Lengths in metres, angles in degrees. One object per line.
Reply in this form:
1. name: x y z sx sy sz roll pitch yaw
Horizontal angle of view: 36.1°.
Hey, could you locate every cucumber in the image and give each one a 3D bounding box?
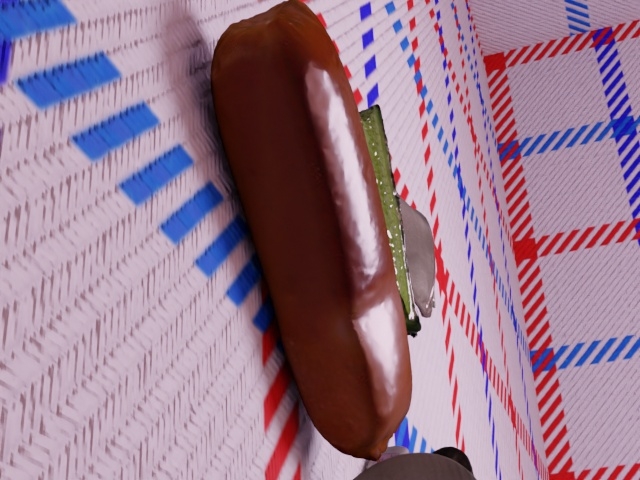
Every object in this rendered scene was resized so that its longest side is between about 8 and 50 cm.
1. cucumber: 0.045 -0.018 0.878 0.070 0.046 0.220 12 66 -72

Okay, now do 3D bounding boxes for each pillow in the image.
1. pillow: 0.087 0.005 1.020 0.232 0.038 0.131 35 49 -68

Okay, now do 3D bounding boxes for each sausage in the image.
1. sausage: 0.000 0.000 0.623 0.089 0.083 0.300 -56 135 -66

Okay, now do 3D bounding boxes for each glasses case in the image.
1. glasses case: 0.051 0.185 0.770 0.083 0.032 0.021 -52 126 -70

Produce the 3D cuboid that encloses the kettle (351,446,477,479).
1. kettle: 0.080 0.278 0.656 0.211 0.159 0.243 -55 133 -29
